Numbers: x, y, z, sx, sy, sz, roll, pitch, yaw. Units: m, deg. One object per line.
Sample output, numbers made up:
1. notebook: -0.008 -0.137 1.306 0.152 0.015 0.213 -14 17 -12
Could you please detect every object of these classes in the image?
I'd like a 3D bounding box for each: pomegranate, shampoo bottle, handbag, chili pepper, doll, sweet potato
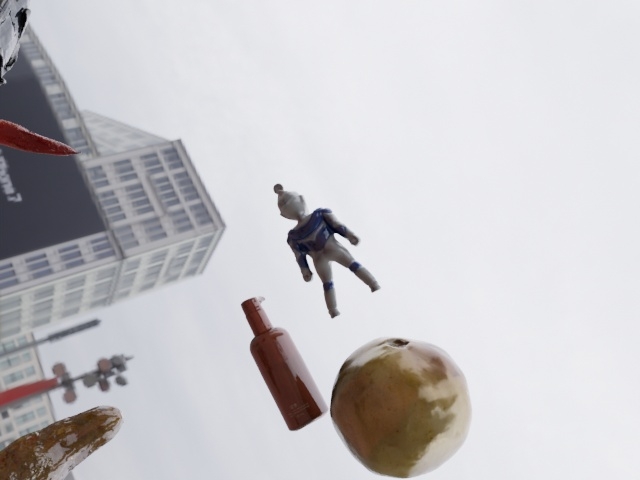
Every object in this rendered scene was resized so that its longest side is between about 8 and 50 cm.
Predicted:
1. pomegranate: 0.125 0.251 1.072 0.233 0.233 0.233 33 -48 45
2. shampoo bottle: -0.072 0.212 1.231 0.244 0.085 0.085 63 -32 9
3. handbag: -0.459 -0.238 0.919 0.211 0.088 0.254 -37 -143 33
4. chili pepper: -0.496 -0.168 1.178 0.027 0.178 0.045 -89 -163 -66
5. doll: 0.000 0.000 1.077 0.114 0.057 0.227 -36 -96 20
6. sweet potato: -0.436 0.340 0.967 0.106 0.354 0.095 50 -26 -5
